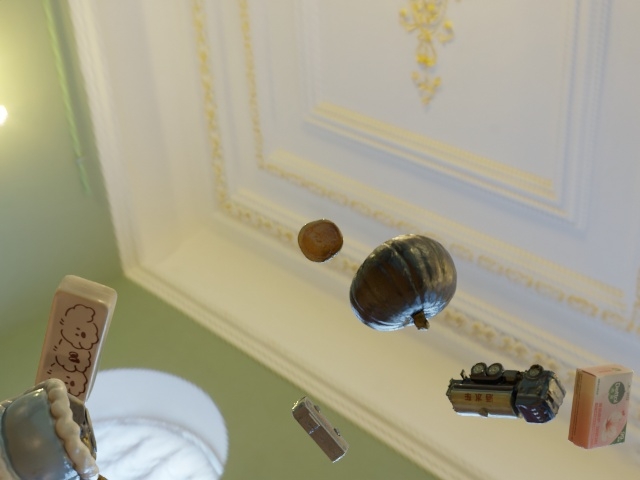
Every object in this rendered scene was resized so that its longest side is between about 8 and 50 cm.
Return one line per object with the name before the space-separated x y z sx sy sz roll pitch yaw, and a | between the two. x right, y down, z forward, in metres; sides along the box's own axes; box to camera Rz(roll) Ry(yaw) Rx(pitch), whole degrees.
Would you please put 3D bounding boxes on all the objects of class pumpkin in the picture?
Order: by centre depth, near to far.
pumpkin | 0.187 0.108 2.069 0.216 0.249 0.250 68 -30 25

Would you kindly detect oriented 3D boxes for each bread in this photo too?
bread | 0.000 0.000 2.210 0.110 0.110 0.024 53 -9 10

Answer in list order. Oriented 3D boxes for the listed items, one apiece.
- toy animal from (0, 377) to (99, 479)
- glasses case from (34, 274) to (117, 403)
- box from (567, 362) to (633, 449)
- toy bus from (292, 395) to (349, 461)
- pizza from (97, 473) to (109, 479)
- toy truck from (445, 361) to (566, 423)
toy animal | -0.488 0.352 1.596 0.156 0.204 0.208 110 -42 -78
glasses case | -0.608 0.252 2.311 0.144 0.076 0.337 18 -61 -3
box | 0.444 0.262 1.478 0.043 0.089 0.125 20 -70 57
toy bus | -0.003 0.525 2.588 0.064 0.075 0.190 -39 -85 14
pizza | -0.629 0.686 2.541 0.122 0.109 0.026 16 -21 9
toy truck | 0.308 0.261 1.586 0.201 0.088 0.074 -5 -50 41
